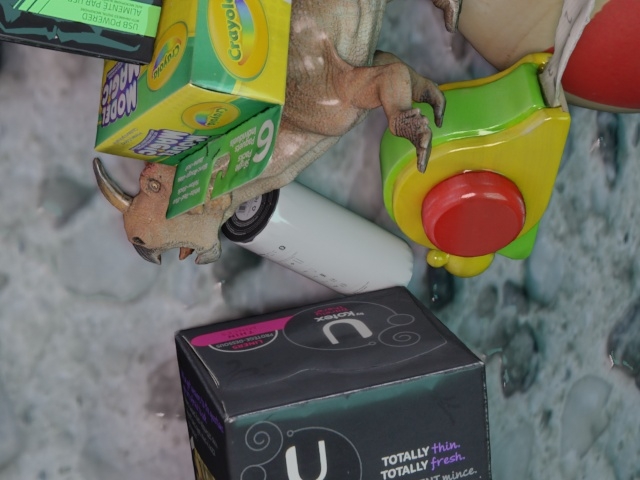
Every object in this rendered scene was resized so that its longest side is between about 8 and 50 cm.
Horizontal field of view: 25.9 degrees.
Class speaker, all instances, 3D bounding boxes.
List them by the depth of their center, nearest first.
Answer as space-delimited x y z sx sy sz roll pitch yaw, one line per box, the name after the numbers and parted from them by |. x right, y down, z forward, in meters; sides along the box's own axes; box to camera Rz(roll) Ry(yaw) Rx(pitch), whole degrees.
0.000 0.000 0.917 0.136 0.055 0.055 27 86 -41 | speaker

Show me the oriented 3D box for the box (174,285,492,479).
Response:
0.013 0.187 0.898 0.165 0.143 0.270 -10 112 -15 | box

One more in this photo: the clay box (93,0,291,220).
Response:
-0.061 -0.130 0.682 0.053 0.127 0.222 12 74 -26 | clay box

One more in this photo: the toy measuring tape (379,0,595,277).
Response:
0.100 -0.090 0.896 0.121 0.121 0.330 -32 148 -28 | toy measuring tape

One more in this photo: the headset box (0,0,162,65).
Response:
-0.186 -0.222 0.619 0.246 0.131 0.283 9 98 -28 | headset box

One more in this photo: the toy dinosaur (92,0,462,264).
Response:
-0.021 -0.132 0.812 0.127 0.200 0.296 70 30 -77 | toy dinosaur

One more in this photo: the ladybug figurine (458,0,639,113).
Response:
0.262 -0.237 0.992 0.449 0.162 0.305 -2 104 -39 | ladybug figurine
